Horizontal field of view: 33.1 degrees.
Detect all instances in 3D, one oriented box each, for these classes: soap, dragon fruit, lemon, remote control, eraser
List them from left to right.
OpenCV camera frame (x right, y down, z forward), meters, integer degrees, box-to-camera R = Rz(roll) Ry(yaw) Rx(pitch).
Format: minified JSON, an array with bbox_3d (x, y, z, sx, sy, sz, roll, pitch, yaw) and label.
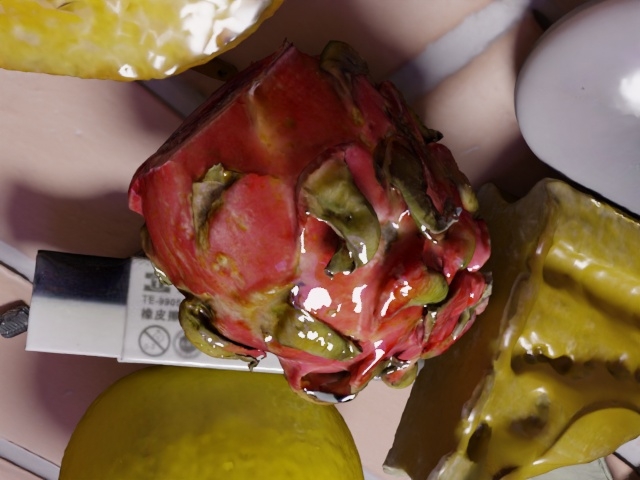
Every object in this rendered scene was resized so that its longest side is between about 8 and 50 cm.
[{"bbox_3d":[-0.113,0.283,1.120,0.348,0.348,0.348,1,135,1],"label":"lemon"},{"bbox_3d":[-0.069,0.075,1.028,0.404,0.098,0.096,6,179,-12],"label":"eraser"},{"bbox_3d":[0.000,0.000,0.872,0.269,0.250,0.291,-33,111,27],"label":"dragon fruit"},{"bbox_3d":[0.260,0.143,0.988,0.339,0.304,0.169,24,174,-20],"label":"soap"},{"bbox_3d":[0.316,-0.094,0.890,0.332,0.103,0.221,24,137,-23],"label":"remote control"}]

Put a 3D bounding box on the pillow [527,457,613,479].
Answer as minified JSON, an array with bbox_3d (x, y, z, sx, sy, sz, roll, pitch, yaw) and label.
[{"bbox_3d":[0.284,0.288,1.302,0.148,0.050,0.229,-7,134,26],"label":"pillow"}]

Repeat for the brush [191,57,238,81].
[{"bbox_3d":[-0.148,-0.164,0.894,0.170,0.014,0.043,18,134,-17],"label":"brush"}]

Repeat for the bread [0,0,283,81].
[{"bbox_3d":[-0.151,-0.276,0.645,0.398,0.215,0.398,-2,131,-2],"label":"bread"}]

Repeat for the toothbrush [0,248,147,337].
[{"bbox_3d":[-0.212,0.036,1.090,0.321,0.023,0.031,-24,139,23],"label":"toothbrush"}]
